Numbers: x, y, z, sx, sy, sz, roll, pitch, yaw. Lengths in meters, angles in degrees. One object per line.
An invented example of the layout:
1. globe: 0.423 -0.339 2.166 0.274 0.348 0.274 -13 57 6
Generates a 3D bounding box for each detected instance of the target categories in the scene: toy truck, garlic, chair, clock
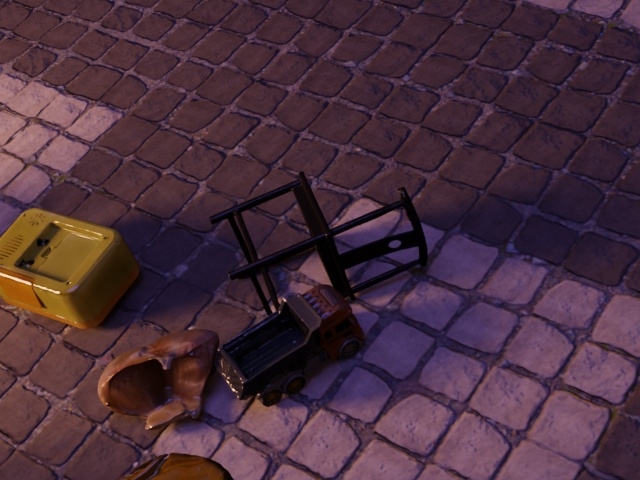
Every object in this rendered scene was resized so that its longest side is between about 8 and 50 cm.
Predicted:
1. toy truck: -0.041 0.137 1.430 0.192 0.092 0.083 -31 47 -13
2. garlic: -0.215 0.175 1.450 0.175 0.099 0.124 -16 32 3
3. chair: 0.000 0.000 1.503 0.260 0.154 0.141 -23 47 -2
4. clock: -0.386 0.040 1.621 0.202 0.096 0.143 16 57 29

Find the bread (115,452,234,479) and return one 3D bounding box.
1. bread: -0.187 0.371 1.225 0.253 0.142 0.227 -29 46 -9
